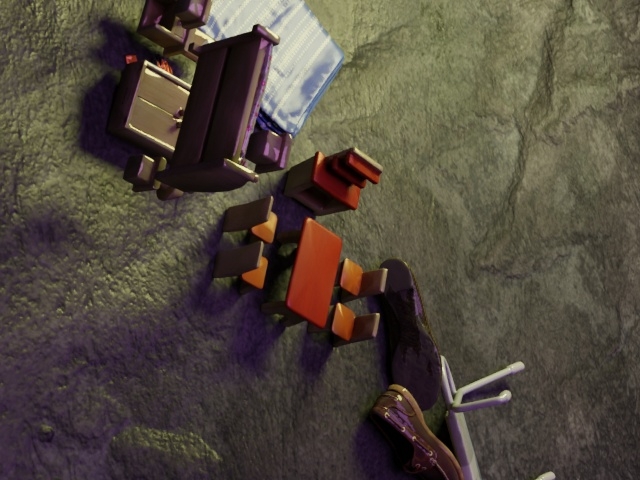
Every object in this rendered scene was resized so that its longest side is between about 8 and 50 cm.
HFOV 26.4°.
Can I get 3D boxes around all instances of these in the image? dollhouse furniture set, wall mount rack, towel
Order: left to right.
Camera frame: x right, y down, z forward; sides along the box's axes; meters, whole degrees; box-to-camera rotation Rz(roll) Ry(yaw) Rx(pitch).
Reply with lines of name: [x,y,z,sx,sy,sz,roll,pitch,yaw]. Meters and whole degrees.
dollhouse furniture set: [-0.096,-0.191,1.791,0.173,0.355,0.303,27,68,-40]
towel: [-0.099,-0.340,2.078,0.336,0.040,0.243,52,46,-23]
dollhouse furniture set: [0.000,0.000,2.012,0.262,0.135,0.259,33,57,-36]
wall mount rack: [0.297,0.340,2.248,0.304,0.130,0.350,-21,96,-79]

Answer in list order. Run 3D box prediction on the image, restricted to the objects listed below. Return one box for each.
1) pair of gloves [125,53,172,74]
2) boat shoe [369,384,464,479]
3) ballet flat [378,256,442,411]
pair of gloves: [-0.239,-0.227,1.917,0.083,0.010,0.074,-7,85,-47]
boat shoe: [0.146,0.326,2.126,0.207,0.073,0.073,54,48,-12]
ballet flat: [0.141,0.148,2.176,0.058,0.084,0.250,25,51,-81]
